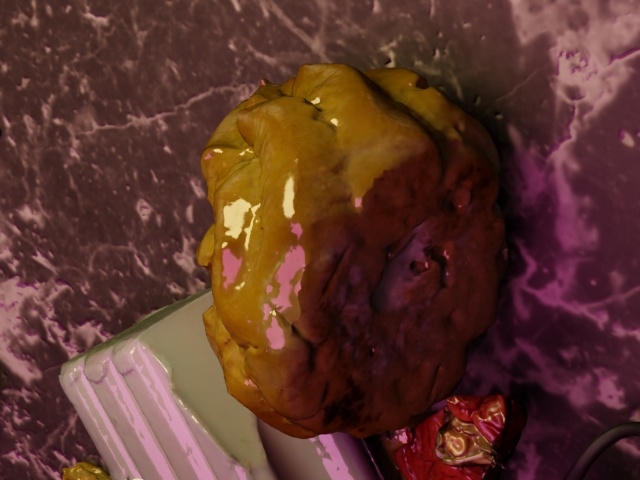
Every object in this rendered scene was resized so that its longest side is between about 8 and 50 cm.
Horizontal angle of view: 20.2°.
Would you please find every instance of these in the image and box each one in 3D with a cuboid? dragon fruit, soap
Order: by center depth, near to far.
[{"bbox_3d":[0.146,0.192,1.585,0.192,0.122,0.092,106,152,-62],"label":"dragon fruit"},{"bbox_3d":[-0.053,0.269,1.739,0.261,0.156,0.446,-23,94,56],"label":"soap"}]

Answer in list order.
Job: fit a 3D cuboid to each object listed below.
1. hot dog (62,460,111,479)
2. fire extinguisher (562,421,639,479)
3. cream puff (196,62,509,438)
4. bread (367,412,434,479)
[{"bbox_3d":[-0.220,0.365,1.946,0.123,0.093,0.261,-39,85,35],"label":"hot dog"},{"bbox_3d":[0.313,0.311,1.590,0.376,0.200,0.113,40,143,-2],"label":"fire extinguisher"},{"bbox_3d":[0.000,0.002,1.595,0.257,0.291,0.324,32,143,43],"label":"cream puff"},{"bbox_3d":[0.104,0.234,1.728,0.117,0.064,0.156,-30,89,30],"label":"bread"}]
